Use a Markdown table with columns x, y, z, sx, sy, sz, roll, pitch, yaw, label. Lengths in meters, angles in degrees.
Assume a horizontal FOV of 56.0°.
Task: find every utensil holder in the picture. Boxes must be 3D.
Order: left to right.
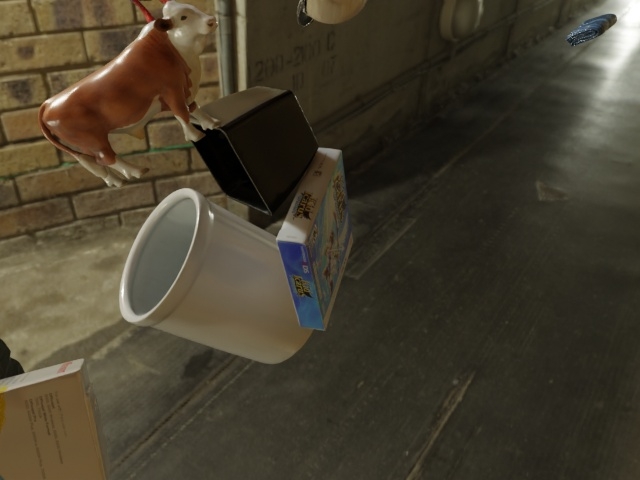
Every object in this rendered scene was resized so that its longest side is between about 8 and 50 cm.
| x | y | z | sx | sy | sz | roll | pitch | yaw | label |
| --- | --- | --- | --- | --- | --- | --- | --- | --- | --- |
| -0.229 | 0.099 | 1.453 | 0.385 | 0.328 | 0.328 | 27 | 17 | -36 | utensil holder |

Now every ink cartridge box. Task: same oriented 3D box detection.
| x | y | z | sx | sy | sz | roll | pitch | yaw | label |
| --- | --- | --- | --- | --- | --- | --- | --- | --- | --- |
| -0.408 | 0.270 | 0.781 | 0.232 | 0.168 | 0.171 | -13 | -1 | -20 | ink cartridge box |

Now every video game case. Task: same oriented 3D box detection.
| x | y | z | sx | sy | sz | roll | pitch | yaw | label |
| --- | --- | --- | --- | --- | --- | --- | --- | --- | --- |
| 0.000 | 0.000 | 1.180 | 0.061 | 0.270 | 0.244 | 7 | 51 | 15 | video game case |

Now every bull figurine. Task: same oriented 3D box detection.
| x | y | z | sx | sy | sz | roll | pitch | yaw | label |
| --- | --- | --- | --- | --- | --- | --- | --- | --- | --- |
| -0.267 | -0.217 | 0.916 | 0.310 | 0.189 | 0.101 | -32 | 17 | 3 | bull figurine |

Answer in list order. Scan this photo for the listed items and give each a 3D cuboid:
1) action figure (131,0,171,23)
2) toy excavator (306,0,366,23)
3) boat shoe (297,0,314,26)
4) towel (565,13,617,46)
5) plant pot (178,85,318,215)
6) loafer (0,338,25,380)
| x | y | z | sx | sy | sz | roll | pitch | yaw | label |
| --- | --- | --- | --- | --- | --- | --- | --- | --- | --- |
| -0.439 | -0.598 | 1.318 | 0.091 | 0.280 | 0.139 | -46 | 46 | 2 | action figure |
| -0.167 | -0.567 | 1.069 | 0.444 | 0.222 | 0.433 | -15 | 78 | -5 | toy excavator |
| -0.017 | -0.475 | 1.209 | 0.046 | 0.125 | 0.038 | 27 | 51 | -15 | boat shoe |
| 0.526 | -0.410 | 1.163 | 0.067 | 0.029 | 0.119 | -11 | 19 | 45 | towel |
| -0.117 | -0.185 | 1.114 | 0.167 | 0.188 | 0.188 | -41 | 35 | -18 | plant pot |
| -0.604 | 0.256 | 1.101 | 0.084 | 0.268 | 0.096 | 4 | 49 | -7 | loafer |
